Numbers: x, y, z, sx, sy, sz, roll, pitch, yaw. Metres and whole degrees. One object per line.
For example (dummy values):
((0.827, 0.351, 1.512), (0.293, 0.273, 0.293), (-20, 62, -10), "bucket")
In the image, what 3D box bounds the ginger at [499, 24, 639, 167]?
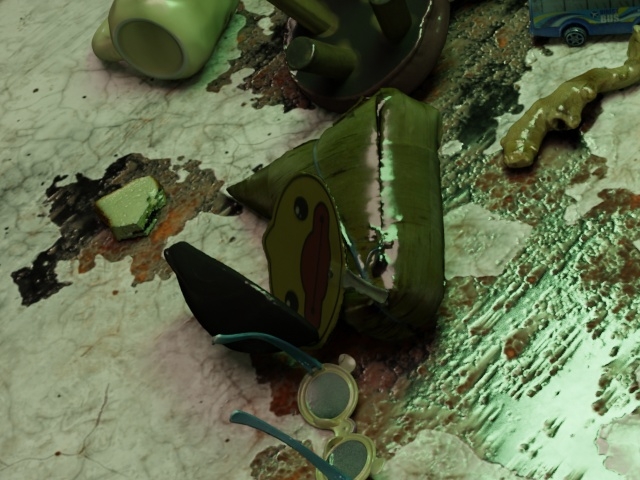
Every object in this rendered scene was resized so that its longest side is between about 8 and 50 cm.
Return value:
((0.361, -0.198, 1.933), (0.288, 0.075, 0.089), (-37, 26, -10), "ginger")

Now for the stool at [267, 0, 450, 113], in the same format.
((0.037, -0.335, 2.028), (0.272, 0.178, 0.272), (-10, 68, 26), "stool")

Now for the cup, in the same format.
((-0.268, -0.376, 2.222), (0.255, 0.173, 0.202), (7, 51, 22), "cup")

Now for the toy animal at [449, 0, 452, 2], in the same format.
((0.187, -0.498, 2.140), (0.345, 0.277, 0.247), (-17, 60, -1), "toy animal")

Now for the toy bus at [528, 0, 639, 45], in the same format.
((0.423, -0.346, 2.029), (0.236, 0.094, 0.079), (-1, 49, 17), "toy bus")

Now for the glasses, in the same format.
((-0.046, 0.201, 1.636), (0.088, 0.220, 0.190), (-47, 40, 29), "glasses")

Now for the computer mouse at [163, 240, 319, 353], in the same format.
((-0.116, 0.084, 1.760), (0.088, 0.147, 0.264), (-51, 37, -6), "computer mouse")

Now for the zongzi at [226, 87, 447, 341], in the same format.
((0.000, 0.000, 1.843), (0.360, 0.160, 0.323), (-19, 55, 34), "zongzi")

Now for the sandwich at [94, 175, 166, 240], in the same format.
((-0.269, -0.047, 2.023), (0.105, 0.036, 0.093), (-34, 47, -15), "sandwich")

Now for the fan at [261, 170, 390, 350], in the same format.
((0.001, 0.036, 1.733), (0.011, 0.230, 0.335), (-1, 13, -27), "fan")
